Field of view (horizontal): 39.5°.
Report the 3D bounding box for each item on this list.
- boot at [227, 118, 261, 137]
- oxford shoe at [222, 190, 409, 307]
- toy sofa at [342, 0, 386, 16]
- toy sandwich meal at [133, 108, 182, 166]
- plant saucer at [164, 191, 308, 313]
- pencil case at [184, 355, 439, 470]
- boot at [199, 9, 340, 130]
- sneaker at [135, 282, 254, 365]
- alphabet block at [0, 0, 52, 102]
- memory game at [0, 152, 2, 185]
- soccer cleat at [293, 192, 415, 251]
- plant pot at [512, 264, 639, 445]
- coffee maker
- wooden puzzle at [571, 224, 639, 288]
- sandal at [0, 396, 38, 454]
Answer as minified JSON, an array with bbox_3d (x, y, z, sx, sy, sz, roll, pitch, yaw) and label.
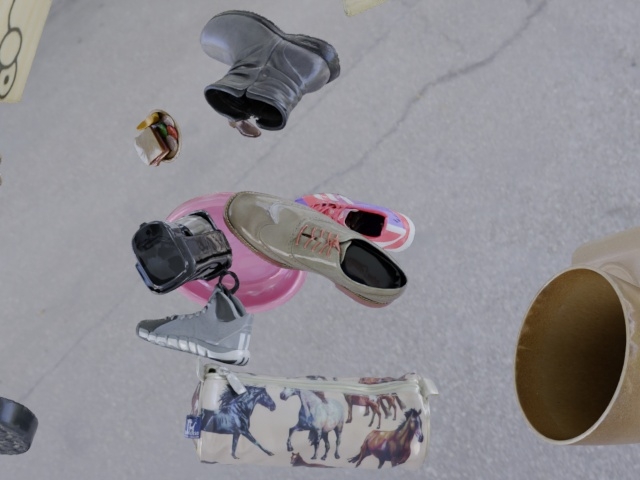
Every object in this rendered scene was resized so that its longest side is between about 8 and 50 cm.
[{"bbox_3d":[-0.193,-0.313,2.185,0.106,0.114,0.037,26,56,22],"label":"boot"},{"bbox_3d":[0.000,0.000,1.535,0.130,0.348,0.123,139,154,-73],"label":"oxford shoe"},{"bbox_3d":[0.000,-0.524,1.504,0.150,0.177,0.362,-28,40,-19],"label":"toy sofa"},{"bbox_3d":[-0.230,-0.144,1.258,0.085,0.086,0.029,11,24,38],"label":"toy sandwich meal"},{"bbox_3d":[-0.187,0.018,1.941,0.332,0.332,0.084,-17,36,19],"label":"plant saucer"},{"bbox_3d":[-0.016,0.292,1.490,0.410,0.184,0.160,2,40,-1],"label":"pencil case"},{"bbox_3d":[-0.152,-0.327,1.692,0.338,0.118,0.223,19,47,33],"label":"boot"},{"bbox_3d":[-0.212,0.134,1.568,0.228,0.086,0.132,11,84,23],"label":"sneaker"},{"bbox_3d":[-0.460,-0.293,1.084,0.193,0.192,0.197,23,99,6],"label":"alphabet block"},{"bbox_3d":[-0.605,-0.143,1.508,0.186,0.186,0.012,-3,17,30],"label":"memory game"},{"bbox_3d":[0.046,-0.049,1.925,0.318,0.116,0.109,14,85,33],"label":"soccer cleat"},{"bbox_3d":[0.433,0.174,1.208,0.237,0.254,0.237,-167,90,-69],"label":"plant pot"},{"bbox_3d":[-0.229,0.032,1.572,0.171,0.178,0.120,37,106,8],"label":"coffee maker"},{"bbox_3d":[0.571,0.141,1.470,0.322,0.080,0.348,-27,65,60],"label":"wooden puzzle"},{"bbox_3d":[-0.624,0.218,1.281,0.445,0.168,0.107,10,54,-4],"label":"sandal"}]
